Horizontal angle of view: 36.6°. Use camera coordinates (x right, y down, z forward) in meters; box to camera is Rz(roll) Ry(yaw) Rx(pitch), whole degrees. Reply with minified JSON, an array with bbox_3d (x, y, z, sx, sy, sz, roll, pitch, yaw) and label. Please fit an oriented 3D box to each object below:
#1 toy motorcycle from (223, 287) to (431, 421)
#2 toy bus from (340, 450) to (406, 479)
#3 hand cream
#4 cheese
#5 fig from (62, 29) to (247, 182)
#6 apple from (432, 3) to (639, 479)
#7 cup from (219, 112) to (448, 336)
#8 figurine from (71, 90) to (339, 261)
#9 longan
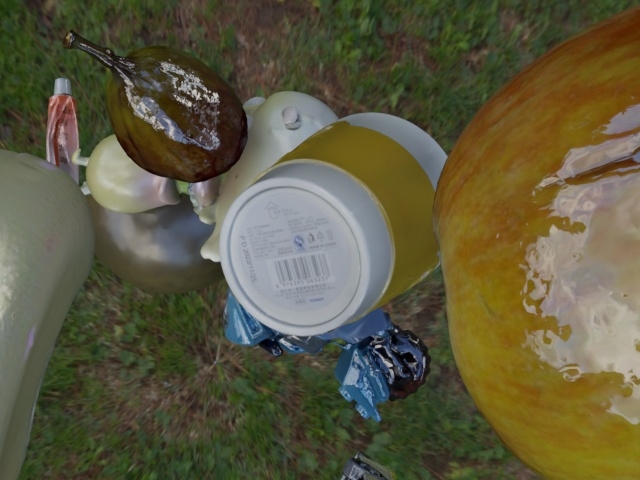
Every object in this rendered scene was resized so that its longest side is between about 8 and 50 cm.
[{"bbox_3d":[-0.001,0.147,1.597,0.232,0.172,0.416,-43,116,-1],"label":"toy motorcycle"},{"bbox_3d":[0.086,0.391,1.242,0.179,0.305,0.143,28,89,0],"label":"toy bus"},{"bbox_3d":[-0.366,-0.132,1.366,0.052,0.038,0.216,5,68,-31],"label":"hand cream"},{"bbox_3d":[-0.141,0.046,0.344,0.071,0.249,0.163,17,93,-6],"label":"cheese"},{"bbox_3d":[-0.204,-0.174,1.157,0.170,0.274,0.145,18,77,34],"label":"fig"},{"bbox_3d":[0.175,0.012,0.470,0.264,0.264,0.264,1,83,-6],"label":"apple"},{"bbox_3d":[0.000,0.000,0.933,0.241,0.226,0.185,-36,90,28],"label":"cup"},{"bbox_3d":[-0.157,-0.079,1.336,0.394,0.226,0.274,2,49,7],"label":"figurine"},{"bbox_3d":[-0.241,-0.058,1.622,0.319,0.319,0.319,1,83,-6],"label":"longan"}]
